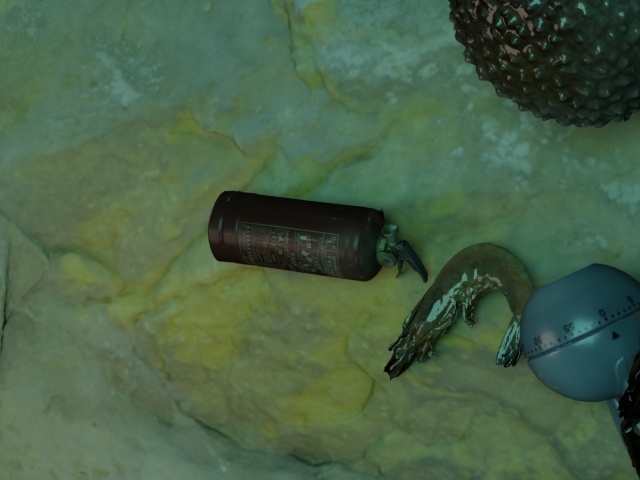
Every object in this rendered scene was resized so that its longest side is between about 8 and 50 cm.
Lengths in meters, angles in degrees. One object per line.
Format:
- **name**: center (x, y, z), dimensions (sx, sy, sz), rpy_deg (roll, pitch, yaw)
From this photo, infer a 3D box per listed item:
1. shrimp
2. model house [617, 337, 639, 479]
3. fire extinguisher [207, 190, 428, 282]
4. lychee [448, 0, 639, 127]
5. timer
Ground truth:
- **shrimp**: center (0.173, 0.110, 1.788), dimensions (0.219, 0.046, 0.152), rpy_deg (-49, 59, 14)
- **model house**: center (0.451, 0.186, 1.552), dimensions (0.282, 0.317, 0.297), rpy_deg (-35, 43, 0)
- **fire extinguisher**: center (0.000, 0.000, 1.850), dimensions (0.269, 0.105, 0.105), rpy_deg (7, 90, 23)
- **lychee**: center (0.292, -0.272, 1.641), dimensions (0.300, 0.300, 0.300), rpy_deg (-1, 86, 22)
- **timer**: center (0.342, 0.137, 1.676), dimensions (0.255, 0.175, 0.175), rpy_deg (42, 103, 2)
